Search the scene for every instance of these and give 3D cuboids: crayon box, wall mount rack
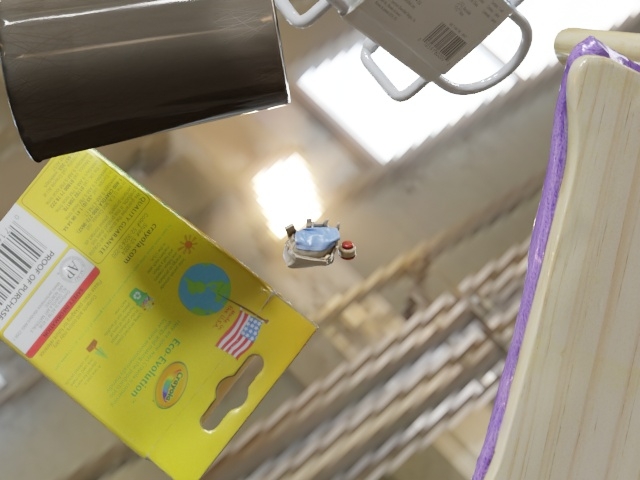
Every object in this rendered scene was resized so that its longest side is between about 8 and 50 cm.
[{"bbox_3d":[-0.174,0.072,1.804,0.202,0.318,0.081,-51,-18,-2],"label":"crayon box"},{"bbox_3d":[0.116,-0.292,1.840,0.304,0.130,0.350,-42,-34,12],"label":"wall mount rack"}]

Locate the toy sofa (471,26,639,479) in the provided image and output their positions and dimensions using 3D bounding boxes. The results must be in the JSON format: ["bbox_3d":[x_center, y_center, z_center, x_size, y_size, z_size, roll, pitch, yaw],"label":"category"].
[{"bbox_3d":[0.177,0.042,1.263,0.177,0.150,0.363,10,-85,-22],"label":"toy sofa"}]

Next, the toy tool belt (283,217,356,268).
[{"bbox_3d":[0.000,0.000,2.055,0.083,0.052,0.051,-7,-56,-15],"label":"toy tool belt"}]

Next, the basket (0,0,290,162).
[{"bbox_3d":[-0.147,-0.162,1.630,0.226,0.154,0.204,-10,-3,1],"label":"basket"}]
